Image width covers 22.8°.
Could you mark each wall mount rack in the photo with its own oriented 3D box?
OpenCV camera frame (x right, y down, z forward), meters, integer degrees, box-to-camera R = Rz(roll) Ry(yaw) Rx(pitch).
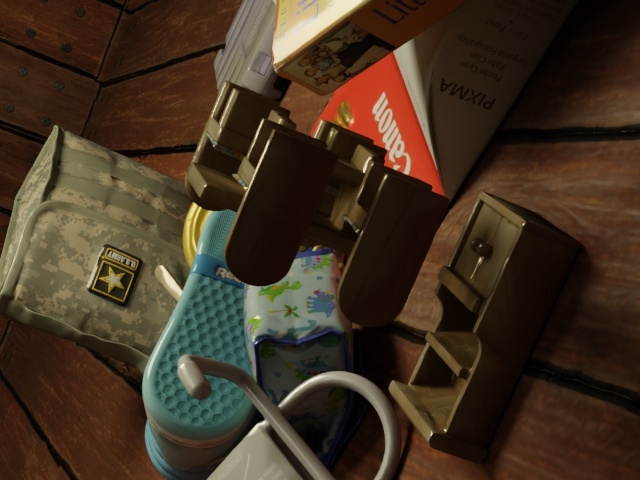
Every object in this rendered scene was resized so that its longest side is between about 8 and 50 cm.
[{"bbox_3d":[-0.064,0.264,1.162,0.350,0.130,0.304,-49,59,13],"label":"wall mount rack"}]

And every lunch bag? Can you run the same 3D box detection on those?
[{"bbox_3d":[-0.012,0.103,1.323,0.129,0.096,0.151,-96,2,-58],"label":"lunch bag"},{"bbox_3d":[-0.269,0.025,1.968,0.169,0.235,0.287,-54,22,33],"label":"lunch bag"}]

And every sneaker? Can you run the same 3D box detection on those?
[{"bbox_3d":[-0.082,0.092,1.512,0.319,0.127,0.208,-59,-9,-34],"label":"sneaker"}]

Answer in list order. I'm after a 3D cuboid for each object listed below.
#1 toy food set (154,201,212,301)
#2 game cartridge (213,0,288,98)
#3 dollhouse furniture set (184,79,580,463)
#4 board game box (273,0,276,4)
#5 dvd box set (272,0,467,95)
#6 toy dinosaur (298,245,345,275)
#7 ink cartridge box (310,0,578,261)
[{"bbox_3d":[-0.070,-0.010,1.649,0.128,0.071,0.218,35,95,35],"label":"toy food set"},{"bbox_3d":[-0.032,-0.324,1.966,0.355,0.068,0.230,-62,22,21],"label":"game cartridge"},{"bbox_3d":[0.020,0.022,1.052,0.161,0.242,0.212,-67,16,8],"label":"dollhouse furniture set"},{"bbox_3d":[0.027,-0.368,1.562,0.213,0.046,0.317,-118,44,-67],"label":"board game box"},{"bbox_3d":[0.123,-0.323,1.150,0.420,0.062,0.307,-31,45,42],"label":"dvd box set"},{"bbox_3d":[0.000,0.000,1.416,0.183,0.053,0.092,19,89,68],"label":"toy dinosaur"},{"bbox_3d":[0.072,-0.175,1.344,0.385,0.091,0.308,-58,26,27],"label":"ink cartridge box"}]
